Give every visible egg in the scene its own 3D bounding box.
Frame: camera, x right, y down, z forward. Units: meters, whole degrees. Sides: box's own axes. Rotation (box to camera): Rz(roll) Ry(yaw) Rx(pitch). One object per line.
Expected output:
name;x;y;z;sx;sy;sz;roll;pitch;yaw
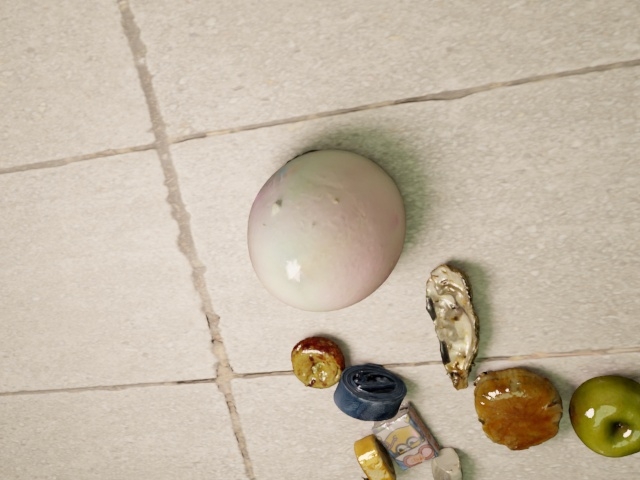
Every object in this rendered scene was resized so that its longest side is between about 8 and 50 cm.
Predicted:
egg;0.000;0.000;1.450;0.354;0.340;0.354;5;114;12

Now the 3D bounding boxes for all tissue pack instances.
tissue pack;0.224;0.515;1.753;0.115;0.065;0.155;-31;101;23

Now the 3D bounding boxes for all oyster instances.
oyster;0.324;0.211;1.611;0.129;0.078;0.345;4;116;34

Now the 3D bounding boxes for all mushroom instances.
mushroom;0.355;0.658;1.774;0.092;0.081;0.223;-4;115;35

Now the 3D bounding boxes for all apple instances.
apple;0.680;0.404;1.555;0.196;0.157;0.196;4;113;10

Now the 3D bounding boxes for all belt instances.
belt;0.128;0.376;1.664;0.190;0.141;0.082;5;120;-31

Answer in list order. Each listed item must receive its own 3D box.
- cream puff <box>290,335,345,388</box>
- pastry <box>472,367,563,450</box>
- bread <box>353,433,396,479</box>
cream puff;-0.005;0.309;1.712;0.149;0.084;0.149;6;116;12
pastry;0.472;0.408;1.636;0.229;0.100;0.218;33;119;-7
bread;0.140;0.582;1.769;0.073;0.122;0.149;-27;109;8
